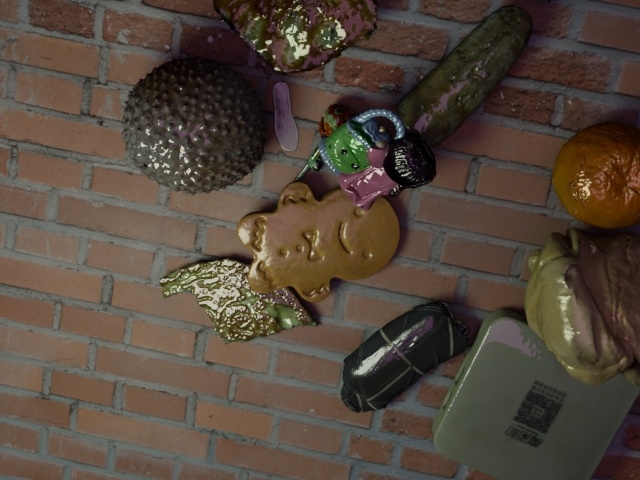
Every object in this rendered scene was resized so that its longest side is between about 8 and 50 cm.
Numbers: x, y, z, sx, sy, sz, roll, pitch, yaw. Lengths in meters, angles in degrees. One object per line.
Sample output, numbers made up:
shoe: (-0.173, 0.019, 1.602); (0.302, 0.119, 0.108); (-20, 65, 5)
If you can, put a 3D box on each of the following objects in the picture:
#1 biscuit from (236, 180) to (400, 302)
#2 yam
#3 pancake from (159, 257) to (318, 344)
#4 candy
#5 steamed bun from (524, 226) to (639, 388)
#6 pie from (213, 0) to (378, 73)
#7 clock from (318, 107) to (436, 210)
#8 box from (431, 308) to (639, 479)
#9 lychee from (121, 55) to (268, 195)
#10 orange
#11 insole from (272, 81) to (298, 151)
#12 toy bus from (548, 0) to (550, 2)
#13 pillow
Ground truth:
biscuit: (0.000, 0.000, 1.657); (0.355, 0.052, 0.275); (-9, 104, -2)
yam: (0.298, -0.341, 1.544); (0.133, 0.133, 0.330); (42, 99, -5)
pancake: (-0.186, 0.145, 1.739); (0.376, 0.054, 0.197); (21, 98, 2)
candy: (-0.019, -0.174, 1.642); (0.078, 0.084, 0.288); (35, 111, -9)
steamed bun: (0.573, 0.141, 1.562); (0.372, 0.230, 0.325); (11, 70, -23)
pie: (-0.052, -0.505, 1.546); (0.354, 0.103, 0.288); (42, 104, -1)
clock: (0.118, -0.169, 1.522); (0.195, 0.100, 0.194); (-21, 115, 34)
box: (0.479, 0.379, 1.713); (0.367, 0.090, 0.373); (24, 105, 0)
lychee: (-0.254, -0.231, 1.544); (0.300, 0.300, 0.300); (1, 103, 5)
orange: (0.582, -0.130, 1.530); (0.219, 0.193, 0.219); (0, 90, -17)
insole: (-0.078, -0.269, 1.654); (0.053, 0.002, 0.153); (-4, 103, 7)
toy bus: (0.403, -0.527, 1.504); (0.160, 0.092, 0.079); (14, 106, 8)
pillow: (0.178, 0.268, 1.712); (0.335, 0.092, 0.161); (-39, 101, 13)
